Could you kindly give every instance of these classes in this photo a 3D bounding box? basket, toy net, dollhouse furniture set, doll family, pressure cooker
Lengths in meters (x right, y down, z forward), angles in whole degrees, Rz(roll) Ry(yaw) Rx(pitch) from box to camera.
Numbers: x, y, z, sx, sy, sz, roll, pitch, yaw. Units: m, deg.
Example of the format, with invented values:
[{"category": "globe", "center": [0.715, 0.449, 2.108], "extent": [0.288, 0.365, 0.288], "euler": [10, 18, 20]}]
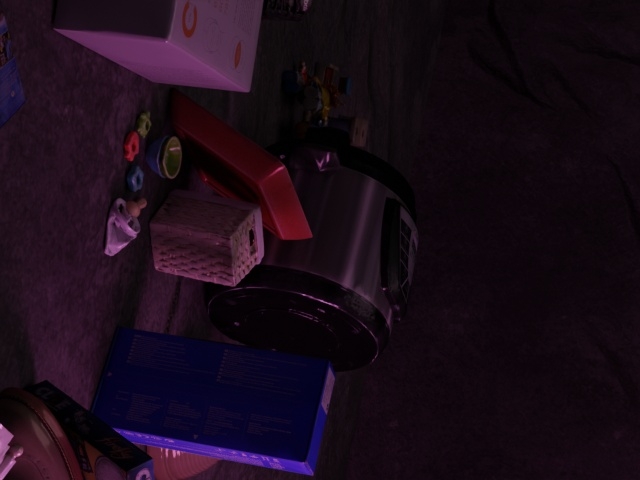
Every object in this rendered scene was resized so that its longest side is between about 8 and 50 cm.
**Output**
[{"category": "basket", "center": [-0.190, -0.003, 1.876], "extent": [0.103, 0.167, 0.113], "euler": [-55, 150, -52]}, {"category": "toy net", "center": [-0.277, -0.082, 1.734], "extent": [0.122, 0.045, 0.232], "euler": [77, 25, -55]}, {"category": "dollhouse furniture set", "center": [0.042, -0.322, 2.671], "extent": [0.129, 0.129, 0.184], "euler": [-5, 103, -75]}, {"category": "doll family", "center": [-0.013, -0.263, 2.512], "extent": [0.163, 0.118, 0.263], "euler": [-21, 117, -74]}, {"category": "pressure cooker", "center": [-0.006, -0.002, 2.195], "extent": [0.375, 0.370, 0.420], "euler": [31, 56, -25]}]

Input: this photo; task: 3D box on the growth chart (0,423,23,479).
[{"category": "growth chart", "center": [-0.425, 0.245, 1.262], "extent": [0.172, 0.021, 0.237], "euler": [-48, 146, -23]}]

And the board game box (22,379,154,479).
[{"category": "board game box", "center": [-0.301, 0.304, 1.469], "extent": [0.042, 0.243, 0.165], "euler": [-22, 124, -39]}]

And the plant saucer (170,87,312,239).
[{"category": "plant saucer", "center": [-0.142, -0.114, 1.909], "extent": [0.048, 0.259, 0.258], "euler": [-47, 155, -14]}]

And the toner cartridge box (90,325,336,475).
[{"category": "toner cartridge box", "center": [-0.163, 0.242, 1.729], "extent": [0.075, 0.347, 0.165], "euler": [71, 30, -61]}]

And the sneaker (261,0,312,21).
[{"category": "sneaker", "center": [-0.090, -0.453, 2.096], "extent": [0.276, 0.135, 0.098], "euler": [-42, 140, -66]}]

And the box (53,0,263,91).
[{"category": "box", "center": [-0.212, -0.352, 1.605], "extent": [0.345, 0.168, 0.215], "euler": [17, 81, -76]}]

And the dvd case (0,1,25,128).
[{"category": "dvd case", "center": [-0.400, -0.216, 1.241], "extent": [0.180, 0.022, 0.253], "euler": [-64, 157, -48]}]

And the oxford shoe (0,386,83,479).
[{"category": "oxford shoe", "center": [-0.379, 0.356, 1.423], "extent": [0.130, 0.123, 0.348], "euler": [-36, 128, -55]}]

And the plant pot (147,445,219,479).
[{"category": "plant pot", "center": [-0.217, 0.329, 2.047], "extent": [0.237, 0.109, 0.237], "euler": [8, 90, -77]}]
